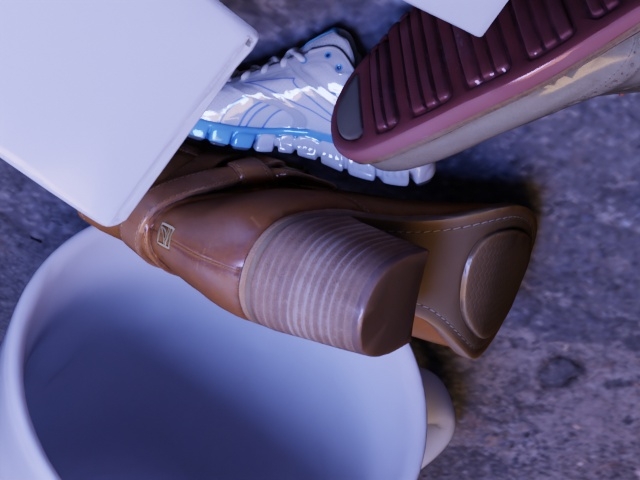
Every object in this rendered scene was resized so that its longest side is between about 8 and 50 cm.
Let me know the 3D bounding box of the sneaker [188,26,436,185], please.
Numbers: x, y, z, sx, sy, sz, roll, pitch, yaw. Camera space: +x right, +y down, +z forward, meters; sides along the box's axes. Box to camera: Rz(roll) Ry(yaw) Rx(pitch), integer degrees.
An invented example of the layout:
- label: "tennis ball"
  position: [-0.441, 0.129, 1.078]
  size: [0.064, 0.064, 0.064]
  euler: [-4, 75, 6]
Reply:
- label: "sneaker"
  position: [-0.016, -0.095, 0.878]
  size: [0.191, 0.071, 0.083]
  euler: [11, 111, 1]

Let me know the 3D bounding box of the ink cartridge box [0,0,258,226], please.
- label: "ink cartridge box"
  position: [-0.175, -0.132, 0.701]
  size: [0.198, 0.273, 0.114]
  euler: [36, 90, -26]

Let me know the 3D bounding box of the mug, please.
- label: "mug"
  position: [-0.072, 0.170, 1.032]
  size: [0.374, 0.276, 0.328]
  euler: [-8, 150, -29]

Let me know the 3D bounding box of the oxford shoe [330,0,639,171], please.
- label: "oxford shoe"
  position: [0.170, -0.109, 0.774]
  size: [0.348, 0.123, 0.130]
  euler: [-25, 132, 23]

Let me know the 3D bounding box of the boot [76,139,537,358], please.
- label: "boot"
  position: [0.000, 0.000, 0.916]
  size: [0.220, 0.283, 0.109]
  euler: [22, 109, 29]

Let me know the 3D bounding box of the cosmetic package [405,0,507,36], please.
- label: "cosmetic package"
  position: [-0.034, -0.278, 0.614]
  size: [0.385, 0.156, 0.217]
  euler: [23, 132, -14]
